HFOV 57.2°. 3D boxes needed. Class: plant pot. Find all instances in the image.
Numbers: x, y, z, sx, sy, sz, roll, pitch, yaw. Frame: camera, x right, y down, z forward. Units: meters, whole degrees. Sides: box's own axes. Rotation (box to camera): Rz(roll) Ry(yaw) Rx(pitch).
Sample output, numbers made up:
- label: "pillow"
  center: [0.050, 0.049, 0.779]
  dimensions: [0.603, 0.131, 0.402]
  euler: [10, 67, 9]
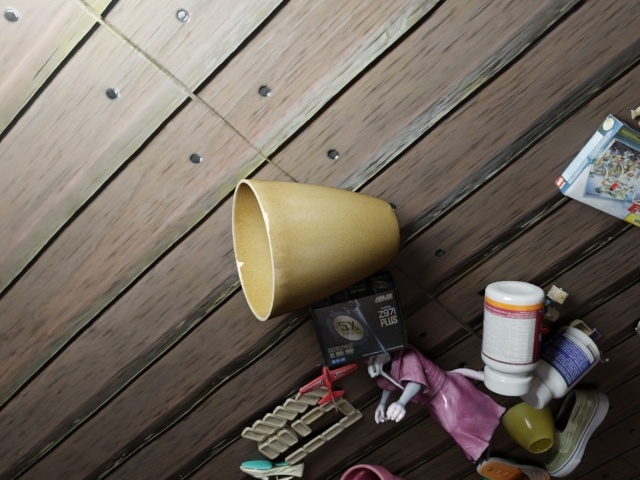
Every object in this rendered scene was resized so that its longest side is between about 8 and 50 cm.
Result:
- label: "plant pot"
  center: [0.000, 0.000, 1.017]
  dimensions: [0.254, 0.237, 0.237]
  euler: [-8, 128, -20]
- label: "plant pot"
  center: [0.564, 0.504, 1.557]
  dimensions: [0.134, 0.095, 0.134]
  euler: [-5, 126, -6]
- label: "plant pot"
  center: [0.170, 0.715, 1.597]
  dimensions: [0.180, 0.201, 0.201]
  euler: [19, 122, -41]

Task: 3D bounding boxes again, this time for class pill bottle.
- label: "pill bottle"
  center: [0.534, 0.293, 1.341]
  dimensions: [0.187, 0.112, 0.112]
  euler: [-36, 129, -18]
- label: "pill bottle"
  center: [0.406, 0.207, 1.247]
  dimensions: [0.121, 0.121, 0.221]
  euler: [-3, 104, -8]

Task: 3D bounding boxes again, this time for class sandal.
- label: "sandal"
  center: [0.558, 0.695, 1.684]
  dimensions: [0.265, 0.076, 0.102]
  euler: [22, 119, -25]

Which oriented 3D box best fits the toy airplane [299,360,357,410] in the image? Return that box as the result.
- label: "toy airplane"
  center: [0.022, 0.336, 1.370]
  dimensions: [0.151, 0.028, 0.151]
  euler: [-11, 117, -21]

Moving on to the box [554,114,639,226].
- label: "box"
  center: [0.592, -0.125, 1.124]
  dimensions: [0.233, 0.044, 0.159]
  euler: [18, 121, -22]

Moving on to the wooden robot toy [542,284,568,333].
- label: "wooden robot toy"
  center: [0.467, 0.167, 1.308]
  dimensions: [0.079, 0.076, 0.173]
  euler: [29, 117, -15]

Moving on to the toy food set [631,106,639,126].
- label: "toy food set"
  center: [0.633, -0.236, 1.064]
  dimensions: [0.122, 0.019, 0.078]
  euler: [-31, 126, 13]

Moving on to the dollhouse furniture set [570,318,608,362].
- label: "dollhouse furniture set"
  center: [0.622, 0.251, 1.386]
  dimensions: [0.091, 0.081, 0.114]
  euler: [-41, 123, 19]

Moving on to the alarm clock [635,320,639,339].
- label: "alarm clock"
  center: [0.840, 0.218, 1.413]
  dimensions: [0.129, 0.064, 0.192]
  euler: [-41, 120, 19]

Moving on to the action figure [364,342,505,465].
- label: "action figure"
  center: [0.246, 0.314, 1.301]
  dimensions: [0.370, 0.248, 0.275]
  euler: [41, 76, -6]

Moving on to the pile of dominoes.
- label: "pile of dominoes"
  center: [-0.048, 0.446, 1.455]
  dimensions: [0.251, 0.040, 0.196]
  euler: [-36, 123, 7]

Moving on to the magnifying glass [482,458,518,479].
- label: "magnifying glass"
  center: [0.505, 0.729, 1.759]
  dimensions: [0.092, 0.026, 0.231]
  euler: [24, 120, -25]

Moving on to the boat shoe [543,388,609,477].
- label: "boat shoe"
  center: [0.668, 0.515, 1.594]
  dimensions: [0.094, 0.109, 0.302]
  euler: [15, 115, -2]

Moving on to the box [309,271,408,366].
- label: "box"
  center: [0.078, 0.163, 1.209]
  dimensions: [0.180, 0.077, 0.147]
  euler: [-13, 115, 0]

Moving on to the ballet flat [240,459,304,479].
- label: "ballet flat"
  center: [-0.124, 0.601, 1.524]
  dimensions: [0.168, 0.057, 0.052]
  euler: [0, 91, -11]
